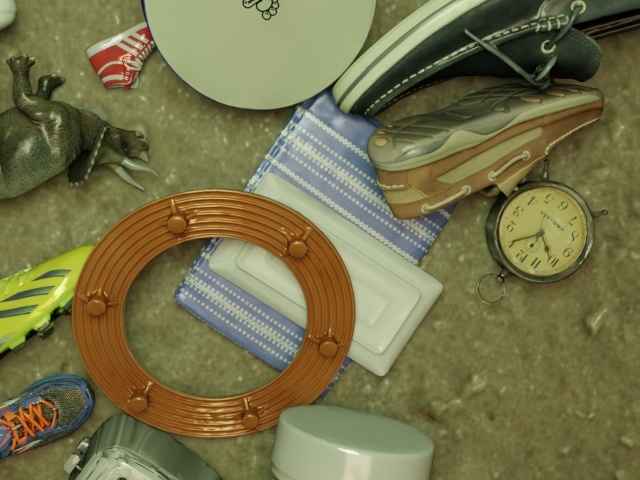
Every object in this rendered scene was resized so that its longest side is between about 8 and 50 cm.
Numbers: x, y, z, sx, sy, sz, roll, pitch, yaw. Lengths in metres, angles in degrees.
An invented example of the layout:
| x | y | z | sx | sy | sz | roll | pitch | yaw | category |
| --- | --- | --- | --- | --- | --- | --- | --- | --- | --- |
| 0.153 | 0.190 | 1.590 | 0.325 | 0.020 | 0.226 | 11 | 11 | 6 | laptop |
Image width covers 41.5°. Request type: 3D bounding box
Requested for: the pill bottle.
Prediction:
| x | y | z | sx | sy | sz | roll | pitch | yaw | category |
| --- | --- | --- | --- | --- | --- | --- | --- | --- | --- |
| 0.010 | 0.411 | 1.000 | 0.224 | 0.224 | 0.392 | 10 | 92 | -5 | pill bottle |

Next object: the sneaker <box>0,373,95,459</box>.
| x | y | z | sx | sy | sz | roll | pitch | yaw | category |
| --- | --- | --- | --- | --- | --- | --- | --- | --- | --- |
| -0.378 | 0.233 | 1.026 | 0.221 | 0.087 | 0.083 | -25 | 96 | -3 | sneaker |

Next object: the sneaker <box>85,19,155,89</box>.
| x | y | z | sx | sy | sz | roll | pitch | yaw | category |
| --- | --- | --- | --- | --- | --- | --- | --- | --- | --- |
| -0.222 | -0.227 | 1.036 | 0.118 | 0.042 | 0.067 | -24 | 91 | 4 | sneaker |

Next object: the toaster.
| x | y | z | sx | sy | sz | roll | pitch | yaw | category |
| --- | --- | --- | --- | --- | --- | --- | --- | --- | --- |
| -0.204 | 0.318 | 1.016 | 0.227 | 0.146 | 0.129 | 37 | 90 | -6 | toaster |

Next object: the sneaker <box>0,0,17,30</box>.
| x | y | z | sx | sy | sz | roll | pitch | yaw | category |
| --- | --- | --- | --- | --- | --- | --- | --- | --- | --- |
| -0.473 | -0.195 | 0.995 | 0.290 | 0.106 | 0.123 | -22 | 102 | 6 | sneaker |

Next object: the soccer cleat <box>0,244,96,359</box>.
| x | y | z | sx | sy | sz | roll | pitch | yaw | category |
| --- | --- | --- | --- | --- | --- | --- | --- | --- | --- |
| -0.391 | 0.086 | 1.016 | 0.289 | 0.093 | 0.121 | -39 | 89 | -2 | soccer cleat |

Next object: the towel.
| x | y | z | sx | sy | sz | roll | pitch | yaw | category |
| --- | --- | --- | --- | --- | --- | --- | --- | --- | --- |
| 0.000 | 0.000 | 1.076 | 0.243 | 0.040 | 0.336 | 34 | 91 | -8 | towel |

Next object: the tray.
| x | y | z | sx | sy | sz | roll | pitch | yaw | category |
| --- | --- | --- | --- | --- | --- | --- | --- | --- | --- |
| 0.010 | 0.046 | 1.048 | 0.270 | 0.030 | 0.145 | 33 | 93 | -9 | tray |

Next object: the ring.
| x | y | z | sx | sy | sz | roll | pitch | yaw | category |
| --- | --- | --- | --- | --- | --- | --- | --- | --- | --- |
| -0.123 | 0.100 | 1.001 | 0.337 | 0.032 | 0.336 | -2 | 113 | -5 | ring |

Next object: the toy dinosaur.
| x | y | z | sx | sy | sz | roll | pitch | yaw | category |
| --- | --- | --- | --- | --- | --- | --- | --- | --- | --- |
| -0.365 | -0.114 | 0.993 | 0.314 | 0.121 | 0.160 | -15 | 81 | -8 | toy dinosaur |

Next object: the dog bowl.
| x | y | z | sx | sy | sz | roll | pitch | yaw | category |
| --- | --- | --- | --- | --- | --- | --- | --- | --- | --- |
| -0.073 | -0.288 | 0.965 | 0.265 | 0.104 | 0.264 | -5 | 118 | -10 | dog bowl |

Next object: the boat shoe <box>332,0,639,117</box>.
| x | y | z | sx | sy | sz | roll | pitch | yaw | category |
| --- | --- | --- | --- | --- | --- | --- | --- | --- | --- |
| 0.253 | -0.245 | 0.969 | 0.500 | 0.187 | 0.156 | -24 | 93 | 3 | boat shoe |

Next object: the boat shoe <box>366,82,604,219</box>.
| x | y | z | sx | sy | sz | roll | pitch | yaw | category |
| --- | --- | --- | --- | --- | --- | --- | --- | --- | --- |
| 0.207 | -0.114 | 1.037 | 0.324 | 0.123 | 0.116 | -19 | 114 | -17 | boat shoe |

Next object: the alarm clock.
| x | y | z | sx | sy | sz | roll | pitch | yaw | category |
| --- | --- | --- | --- | --- | --- | --- | --- | --- | --- |
| 0.265 | 0.003 | 1.079 | 0.129 | 0.064 | 0.192 | 40 | 87 | -6 | alarm clock |
